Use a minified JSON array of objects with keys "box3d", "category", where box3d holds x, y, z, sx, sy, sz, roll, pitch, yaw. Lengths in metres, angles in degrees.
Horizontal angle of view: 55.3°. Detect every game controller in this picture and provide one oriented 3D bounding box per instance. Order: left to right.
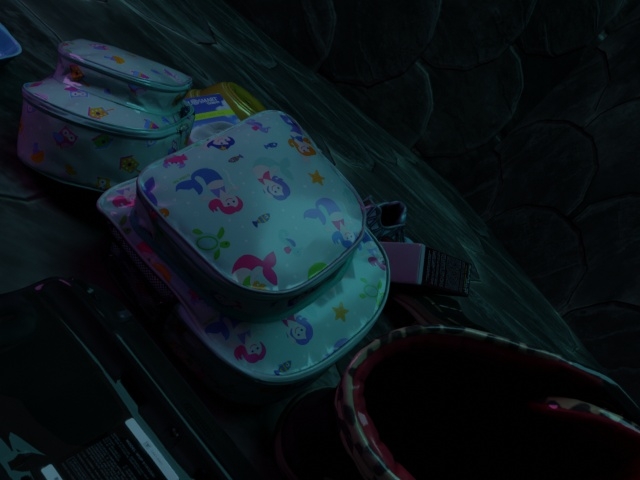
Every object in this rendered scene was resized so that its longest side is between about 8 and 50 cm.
[{"box3d":[-0.130,0.156,0.409,0.319,0.067,0.166,47,33,12],"category":"game controller"}]

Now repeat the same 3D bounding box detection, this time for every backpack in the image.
[{"box3d":[-0.227,-0.129,0.656,0.165,0.144,0.188,20,29,-7],"category":"backpack"},{"box3d":[-0.060,0.018,0.587,0.225,0.191,0.254,-33,81,-33],"category":"backpack"}]

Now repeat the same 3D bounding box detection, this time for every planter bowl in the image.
[{"box3d":[-0.157,-0.224,1.118,0.217,0.090,0.217,38,20,-16],"category":"planter bowl"}]

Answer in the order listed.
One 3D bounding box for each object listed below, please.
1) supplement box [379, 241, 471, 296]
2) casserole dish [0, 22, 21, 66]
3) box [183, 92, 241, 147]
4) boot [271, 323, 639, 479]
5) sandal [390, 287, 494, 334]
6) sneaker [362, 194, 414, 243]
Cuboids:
[{"box3d":[0.177,0.056,1.134,0.130,0.073,0.239,3,-8,35],"category":"supplement box"},{"box3d":[-0.410,-0.224,0.665,0.114,0.037,0.188,39,18,-12],"category":"casserole dish"},{"box3d":[-0.174,-0.170,0.971,0.109,0.042,0.178,-20,61,-37],"category":"box"},{"box3d":[0.147,0.193,0.442,0.377,0.138,0.284,27,-26,5],"category":"boot"},{"box3d":[0.196,0.153,1.027,0.120,0.086,0.303,11,14,-20],"category":"sandal"},{"box3d":[0.142,-0.015,1.230,0.261,0.125,0.104,19,30,-51],"category":"sneaker"}]
